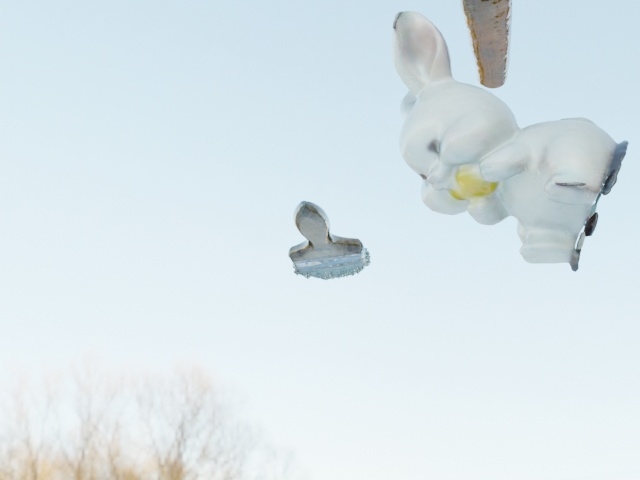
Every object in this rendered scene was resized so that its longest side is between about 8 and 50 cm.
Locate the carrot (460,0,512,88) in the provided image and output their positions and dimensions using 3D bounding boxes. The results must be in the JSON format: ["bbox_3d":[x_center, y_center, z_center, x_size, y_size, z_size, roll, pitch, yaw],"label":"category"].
[{"bbox_3d":[0.105,-0.133,0.625,0.032,0.032,0.093,-6,-35,10],"label":"carrot"}]

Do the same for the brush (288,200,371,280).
[{"bbox_3d":[0.000,0.000,0.799,0.070,0.021,0.196,-6,-17,6],"label":"brush"}]

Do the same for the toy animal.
[{"bbox_3d":[0.082,-0.046,0.483,0.124,0.085,0.071,21,-24,14],"label":"toy animal"}]
